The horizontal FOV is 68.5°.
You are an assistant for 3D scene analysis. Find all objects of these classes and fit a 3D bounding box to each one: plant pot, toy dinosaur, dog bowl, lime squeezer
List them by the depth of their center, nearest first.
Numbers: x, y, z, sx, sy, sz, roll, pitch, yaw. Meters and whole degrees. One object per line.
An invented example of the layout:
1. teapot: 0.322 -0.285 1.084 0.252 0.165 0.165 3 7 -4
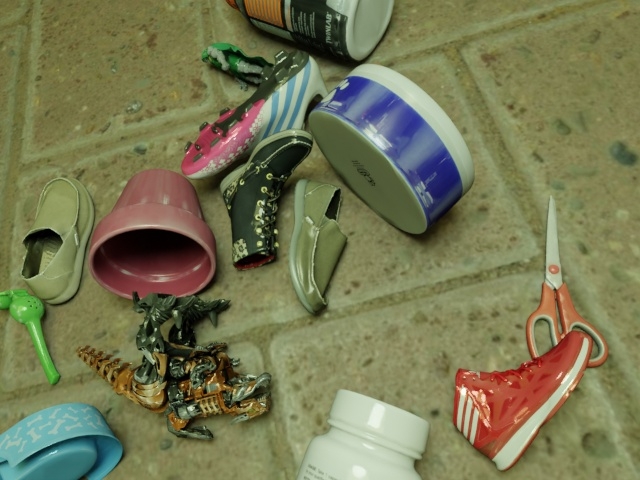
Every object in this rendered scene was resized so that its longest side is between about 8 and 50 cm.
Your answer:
1. dog bowl: -0.446 0.354 0.697 0.297 0.166 0.074 -35 53 -5
2. toy dinosaur: -0.235 0.194 0.737 0.322 0.164 0.218 7 83 -9
3. dog bowl: 0.106 -0.137 0.747 0.104 0.265 0.265 -44 66 -7
4. plant pot: -0.284 -0.020 0.822 0.201 0.201 0.180 -15 48 4
5. lime squeezer: -0.572 0.136 0.875 0.310 0.059 0.110 26 114 20

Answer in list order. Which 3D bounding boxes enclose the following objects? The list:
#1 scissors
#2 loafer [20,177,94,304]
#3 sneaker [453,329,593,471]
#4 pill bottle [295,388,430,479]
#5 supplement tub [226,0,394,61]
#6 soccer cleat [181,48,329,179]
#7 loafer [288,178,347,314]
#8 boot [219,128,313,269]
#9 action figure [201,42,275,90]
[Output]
1. scissors: 0.359 0.064 0.741 0.109 0.021 0.297 -10 66 9
2. loafer: -0.509 -0.016 0.906 0.102 0.092 0.268 -12 66 3
3. sneaker: 0.267 0.193 0.657 0.128 0.087 0.221 36 84 23
4. pill bottle: 0.037 0.351 0.599 0.160 0.160 0.283 15 70 17
5. supplement tub: -0.032 -0.522 0.977 0.338 0.207 0.207 29 74 20
6. soccer cleat: -0.109 -0.211 0.891 0.331 0.143 0.116 -46 40 -7
7. loafer: 0.000 0.000 0.799 0.087 0.094 0.251 -6 65 13
8. boot: -0.087 -0.065 0.811 0.236 0.085 0.179 -30 61 39
9. action figure: -0.173 -0.369 0.999 0.232 0.137 0.063 30 87 30
